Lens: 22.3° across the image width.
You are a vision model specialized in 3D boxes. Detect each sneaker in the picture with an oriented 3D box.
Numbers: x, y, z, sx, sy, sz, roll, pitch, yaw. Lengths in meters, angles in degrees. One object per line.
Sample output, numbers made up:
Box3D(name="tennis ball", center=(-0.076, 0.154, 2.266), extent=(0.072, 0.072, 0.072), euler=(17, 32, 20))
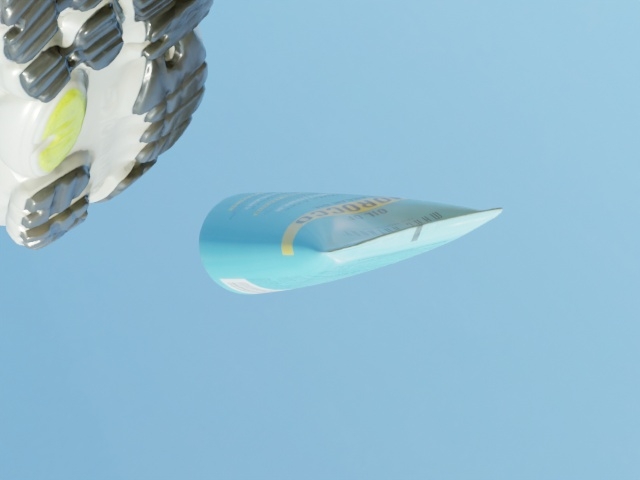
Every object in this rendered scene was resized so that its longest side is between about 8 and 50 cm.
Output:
Box3D(name="sneaker", center=(-0.092, -0.095, 0.447), extent=(0.118, 0.279, 0.107), euler=(41, -121, 9))

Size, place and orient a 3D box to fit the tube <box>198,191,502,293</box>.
Box3D(name="tube", center=(0.000, 0.000, 0.745), extent=(0.080, 0.207, 0.052), euler=(-19, -84, -22))
